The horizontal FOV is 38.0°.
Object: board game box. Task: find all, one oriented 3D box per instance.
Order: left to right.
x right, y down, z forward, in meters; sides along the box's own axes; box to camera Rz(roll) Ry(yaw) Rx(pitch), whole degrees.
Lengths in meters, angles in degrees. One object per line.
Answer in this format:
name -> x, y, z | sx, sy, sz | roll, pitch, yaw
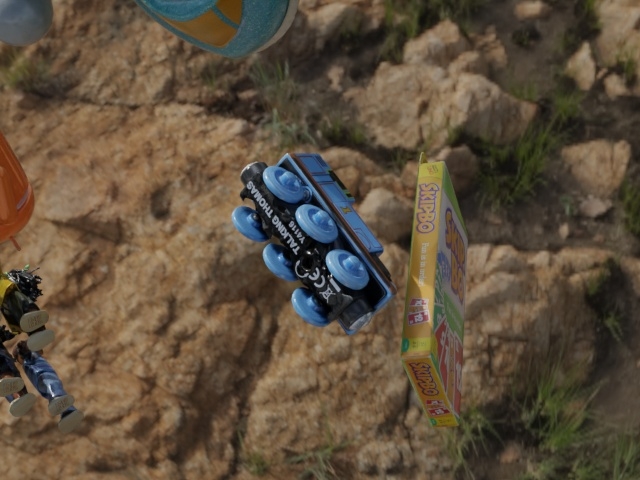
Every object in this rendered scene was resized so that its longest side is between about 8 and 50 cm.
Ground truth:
board game box -> 0.117, 0.040, 0.921 | 0.039, 0.124, 0.259 | -8, 48, 17

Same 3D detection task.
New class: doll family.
doll family -> -0.255, 0.079, 0.767 | 0.076, 0.193, 0.111 | -23, 35, -31

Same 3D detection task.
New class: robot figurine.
robot figurine -> -0.460, -0.081, 1.231 | 0.158, 0.219, 0.128 | -3, 43, 15

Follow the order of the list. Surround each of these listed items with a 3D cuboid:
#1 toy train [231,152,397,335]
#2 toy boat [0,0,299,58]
toy train -> 0.000, 0.000, 0.838 | 0.184, 0.105, 0.080 | 53, 123, 19
toy boat -> -0.175, -0.257, 0.870 | 0.318, 0.267, 0.148 | 0, 55, 30
